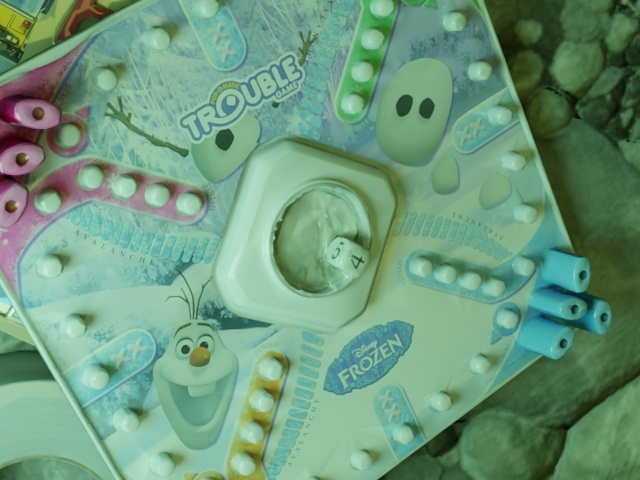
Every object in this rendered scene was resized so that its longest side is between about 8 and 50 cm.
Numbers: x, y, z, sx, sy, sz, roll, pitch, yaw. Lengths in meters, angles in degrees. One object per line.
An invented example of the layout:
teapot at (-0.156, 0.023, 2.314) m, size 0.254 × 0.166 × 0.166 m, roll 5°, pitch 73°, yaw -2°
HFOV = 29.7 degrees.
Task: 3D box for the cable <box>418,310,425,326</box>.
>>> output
cable at (0.018, 0.043, 0.887) m, size 0.150 × 0.047 × 0.185 m, roll 25°, pitch 93°, yaw -21°

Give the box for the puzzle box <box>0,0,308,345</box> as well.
puzzle box at (-0.241, -0.111, 0.771) m, size 0.408 × 0.052 × 0.272 m, roll 28°, pitch 92°, yaw -20°

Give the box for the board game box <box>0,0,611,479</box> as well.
board game box at (0.000, 0.000, 0.815) m, size 0.390 × 0.050 × 0.390 m, roll -33°, pitch 115°, yaw -19°

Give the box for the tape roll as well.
tape roll at (-0.200, 0.190, 0.840) m, size 0.219 × 0.072 × 0.219 m, roll -4°, pitch 103°, yaw -16°
